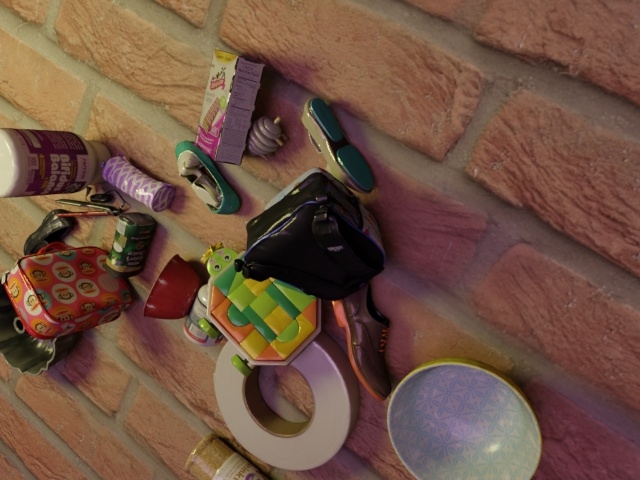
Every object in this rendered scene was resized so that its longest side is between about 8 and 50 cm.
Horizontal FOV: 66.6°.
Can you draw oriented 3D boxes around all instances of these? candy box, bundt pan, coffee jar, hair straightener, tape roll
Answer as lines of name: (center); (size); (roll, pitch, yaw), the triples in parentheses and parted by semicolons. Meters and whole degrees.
candy box: (-0.216, -0.310, 1.131); (0.159, 0.071, 0.234); (37, 115, 51)
bundt pan: (-0.902, 0.252, 1.549); (0.330, 0.124, 0.331); (4, 101, 23)
coffee jar: (-0.531, 0.018, 1.355); (0.079, 0.096, 0.185); (32, 111, 20)
hair straightener: (-0.668, -0.113, 1.412); (0.230, 0.047, 0.089); (2, 99, 17)
tape roll: (-0.093, 0.383, 1.231); (0.391, 0.072, 0.393); (4, 101, 23)

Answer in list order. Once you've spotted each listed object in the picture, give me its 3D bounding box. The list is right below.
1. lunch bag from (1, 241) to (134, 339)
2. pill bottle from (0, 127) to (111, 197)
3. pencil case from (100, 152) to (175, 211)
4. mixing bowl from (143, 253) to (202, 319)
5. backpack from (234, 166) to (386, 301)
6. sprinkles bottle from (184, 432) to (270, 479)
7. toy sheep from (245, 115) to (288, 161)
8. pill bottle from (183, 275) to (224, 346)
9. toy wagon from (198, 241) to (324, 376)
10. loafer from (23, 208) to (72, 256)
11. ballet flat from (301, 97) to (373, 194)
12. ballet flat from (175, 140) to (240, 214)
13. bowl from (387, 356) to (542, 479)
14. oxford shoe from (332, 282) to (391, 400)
lunch bag: (-0.688, 0.118, 1.336); (0.120, 0.293, 0.258); (-40, 78, 23)
pill bottle: (-0.712, -0.205, 1.286); (0.169, 0.301, 0.170); (5, 101, 24)
pencil case: (-0.493, -0.156, 1.320); (0.206, 0.086, 0.088); (31, 86, 15)
mixing bowl: (-0.374, 0.138, 1.277); (0.098, 0.181, 0.182); (27, 110, -3)
backpack: (0.000, 0.000, 1.033); (0.276, 0.213, 0.263); (-32, 124, 32)
sprinkles bottle: (-0.194, 0.670, 1.297); (0.355, 0.121, 0.121); (31, 110, 17)
toy sheep: (-0.129, -0.242, 1.135); (0.132, 0.091, 0.091); (-41, 81, 30)
pill bottle: (-0.274, 0.173, 1.257); (0.107, 0.108, 0.180); (34, 110, 16)
toy wagon: (-0.160, 0.133, 1.145); (0.267, 0.068, 0.344); (-43, 78, -12)
loafer: (-0.842, -0.004, 1.504); (0.223, 0.076, 0.078); (-42, 73, 21)
ballet flat: (0.031, -0.198, 1.081); (0.086, 0.086, 0.249); (-32, 84, 25)
ballet flat: (-0.301, -0.162, 1.225); (0.247, 0.087, 0.083); (48, 114, 10)
bowl: (0.298, 0.359, 1.000); (0.289, 0.156, 0.290); (4, 100, 24)
oxford shoe: (0.115, 0.227, 1.098); (0.098, 0.097, 0.272); (-22, 89, 20)
